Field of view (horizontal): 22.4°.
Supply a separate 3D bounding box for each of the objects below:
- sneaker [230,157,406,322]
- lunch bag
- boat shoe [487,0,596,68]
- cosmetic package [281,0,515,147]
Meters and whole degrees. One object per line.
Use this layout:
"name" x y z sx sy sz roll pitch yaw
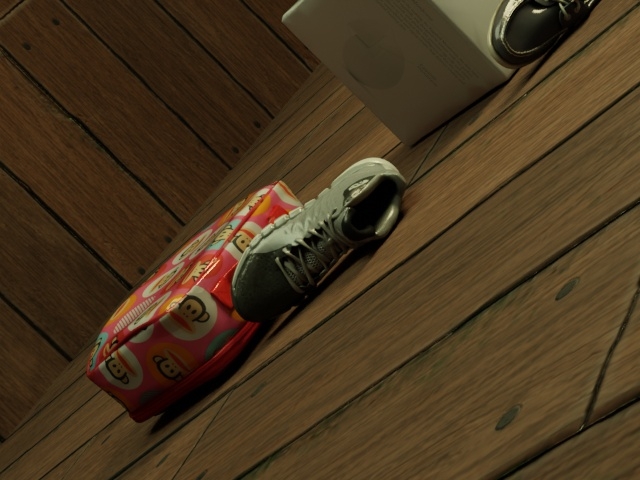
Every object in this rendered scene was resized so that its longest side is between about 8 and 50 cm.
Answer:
"sneaker" 0.000 0.000 1.666 0.228 0.086 0.132 -45 10 -3
"lunch bag" -0.119 0.057 1.845 0.258 0.120 0.293 -37 11 43
"boat shoe" 0.255 -0.263 1.725 0.206 0.075 0.065 -44 4 -26
"cosmetic package" 0.115 -0.263 1.889 0.138 0.224 0.224 -50 10 -30
